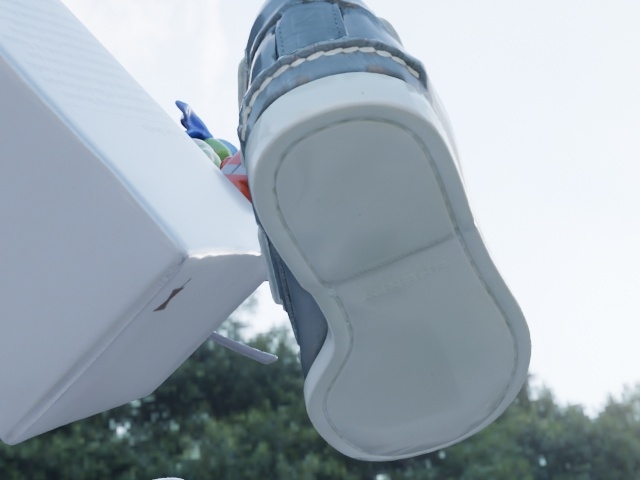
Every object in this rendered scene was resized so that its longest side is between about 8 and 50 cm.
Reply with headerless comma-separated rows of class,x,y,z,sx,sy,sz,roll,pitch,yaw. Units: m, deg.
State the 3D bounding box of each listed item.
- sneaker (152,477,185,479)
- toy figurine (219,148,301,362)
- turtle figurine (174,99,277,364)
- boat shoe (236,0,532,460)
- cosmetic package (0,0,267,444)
sneaker,-0.069,0.237,1.056,0.091,0.240,0.126,-47,-33,-22
toy figurine,0.000,0.000,1.232,0.210,0.148,0.213,34,-30,10
turtle figurine,-0.157,0.003,1.269,0.266,0.274,0.198,-16,-6,-28
boat shoe,0.028,0.005,0.666,0.116,0.099,0.319,-17,-36,2
cosmetic package,-0.248,-0.100,0.894,0.161,0.453,0.230,-45,-9,10
